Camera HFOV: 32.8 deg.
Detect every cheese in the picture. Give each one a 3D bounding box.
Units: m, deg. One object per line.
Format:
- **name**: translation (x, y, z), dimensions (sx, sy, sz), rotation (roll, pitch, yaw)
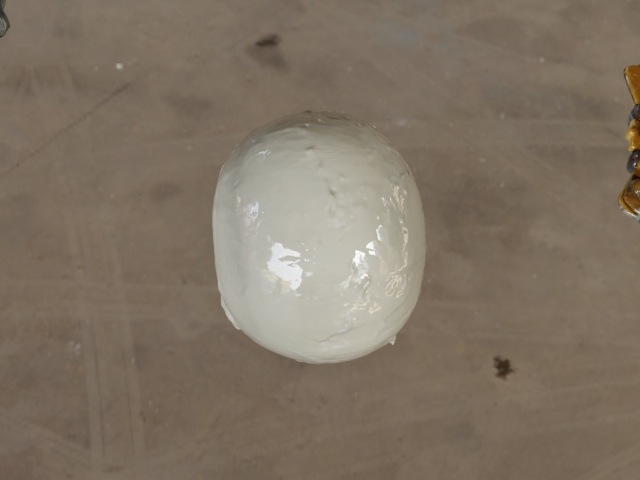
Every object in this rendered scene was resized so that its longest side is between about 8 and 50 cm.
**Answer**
- **cheese**: translation (0.000, 0.000, 0.791), dimensions (0.154, 0.198, 0.189), rotation (0, 3, 11)

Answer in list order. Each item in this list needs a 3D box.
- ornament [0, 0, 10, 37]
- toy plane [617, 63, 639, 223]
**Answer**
- **ornament**: translation (-0.181, -0.170, 0.418), dimensions (0.080, 0.236, 0.202), rotation (0, 47, 4)
- **toy plane**: translation (0.361, -0.014, 0.810), dimensions (0.316, 0.103, 0.204), rotation (30, 45, -12)
